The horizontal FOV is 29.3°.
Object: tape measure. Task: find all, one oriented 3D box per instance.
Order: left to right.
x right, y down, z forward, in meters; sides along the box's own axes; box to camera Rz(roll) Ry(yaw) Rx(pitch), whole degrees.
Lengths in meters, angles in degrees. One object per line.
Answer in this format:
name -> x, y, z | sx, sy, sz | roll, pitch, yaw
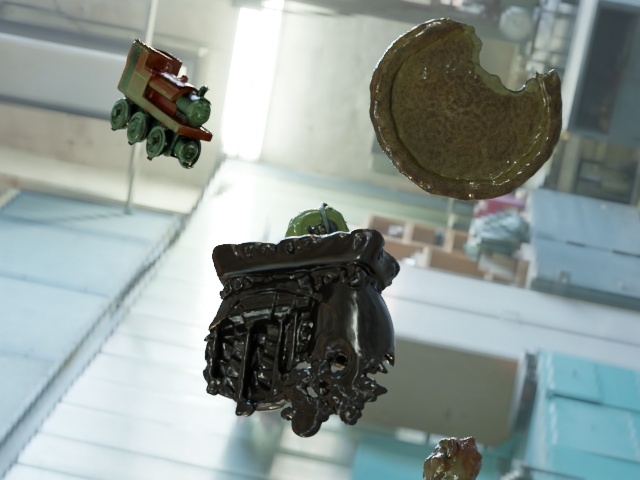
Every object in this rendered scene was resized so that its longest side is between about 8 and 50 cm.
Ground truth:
tape measure -> 0.000, 0.000, 2.630 | 0.087, 0.154, 0.177 | 106, 146, -52

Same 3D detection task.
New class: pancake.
pancake -> 0.220, -0.194, 1.810 | 0.033, 0.286, 0.288 | -98, -13, -74

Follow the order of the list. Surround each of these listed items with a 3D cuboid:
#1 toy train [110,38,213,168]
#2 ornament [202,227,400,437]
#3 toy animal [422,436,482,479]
toy train -> -0.189, -0.163, 1.483 | 0.176, 0.074, 0.118 | 36, 107, 47
ornament -> -0.029, 0.118, 1.376 | 0.106, 0.251, 0.260 | 60, -148, -46
toy animal -> 0.182, 0.403, 1.783 | 0.157, 0.097, 0.312 | -35, -42, -22
